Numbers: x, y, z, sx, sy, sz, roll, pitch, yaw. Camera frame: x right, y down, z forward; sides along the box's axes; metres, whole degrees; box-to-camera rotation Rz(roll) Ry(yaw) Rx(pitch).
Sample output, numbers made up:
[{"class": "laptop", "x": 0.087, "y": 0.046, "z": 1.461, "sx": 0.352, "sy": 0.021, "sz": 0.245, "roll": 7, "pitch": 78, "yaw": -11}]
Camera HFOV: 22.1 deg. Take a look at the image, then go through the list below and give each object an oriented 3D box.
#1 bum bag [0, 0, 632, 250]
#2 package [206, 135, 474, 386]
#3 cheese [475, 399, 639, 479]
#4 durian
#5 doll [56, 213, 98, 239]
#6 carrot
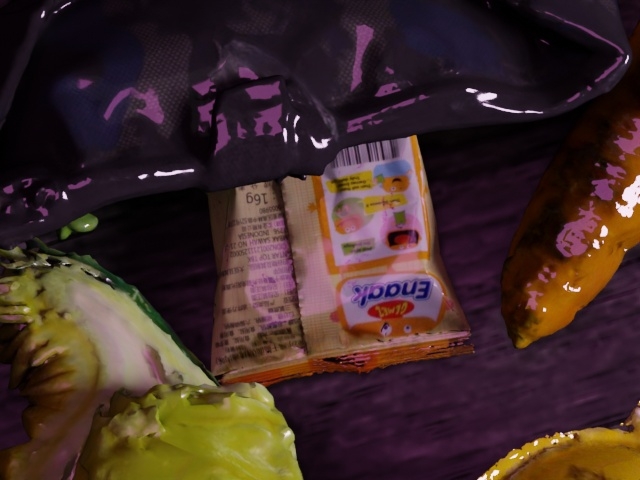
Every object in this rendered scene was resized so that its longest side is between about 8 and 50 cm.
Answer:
[{"class": "bum bag", "x": -0.030, "y": -0.068, "z": 0.632, "sx": 0.310, "sy": 0.074, "sz": 0.137, "roll": -14, "pitch": 45, "yaw": -16}, {"class": "package", "x": 0.000, "y": -0.002, "z": 0.670, "sx": 0.108, "sy": 0.031, "sz": 0.120, "roll": -10, "pitch": 78, "yaw": 5}, {"class": "cheese", "x": 0.080, "y": 0.173, "z": 0.578, "sx": 0.156, "sy": 0.064, "sz": 0.250, "roll": 36, "pitch": 70, "yaw": -19}, {"class": "durian", "x": -0.054, "y": 0.122, "z": 0.603, "sx": 0.132, "sy": 0.106, "sz": 0.375, "roll": -32, "pitch": 82, "yaw": 6}, {"class": "doll", "x": -0.154, "y": -0.028, "z": 0.688, "sx": 0.190, "sy": 0.050, "sz": 0.115, "roll": -44, "pitch": 82, "yaw": 1}, {"class": "carrot", "x": 0.158, "y": -0.091, "z": 0.652, "sx": 0.066, "sy": 0.066, "sz": 0.314, "roll": 33, "pitch": 84, "yaw": 13}]
